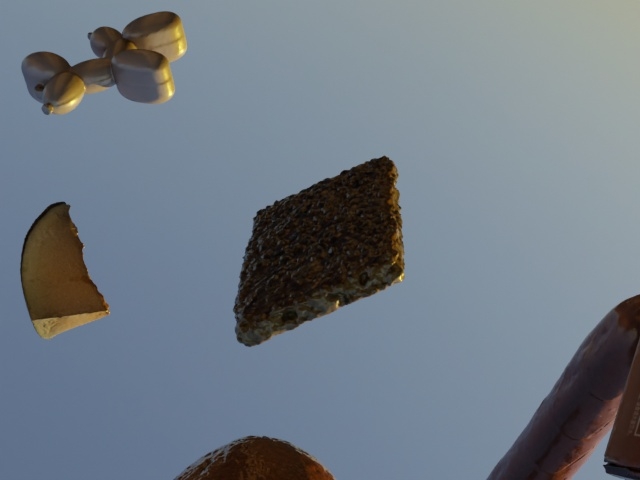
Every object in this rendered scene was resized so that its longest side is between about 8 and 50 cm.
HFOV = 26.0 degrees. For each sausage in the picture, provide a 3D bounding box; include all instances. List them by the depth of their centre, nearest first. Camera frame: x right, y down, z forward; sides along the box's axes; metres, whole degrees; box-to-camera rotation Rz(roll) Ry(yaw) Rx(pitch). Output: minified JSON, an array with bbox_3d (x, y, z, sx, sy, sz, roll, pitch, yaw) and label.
[{"bbox_3d":[0.274,0.217,1.569,0.088,0.433,0.088,14,-139,-13],"label":"sausage"}]

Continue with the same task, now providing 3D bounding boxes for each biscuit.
[{"bbox_3d":[0.000,0.000,1.022,0.025,0.131,0.231,62,-170,-19],"label":"biscuit"}]

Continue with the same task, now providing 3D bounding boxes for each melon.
[{"bbox_3d":[-0.346,0.034,1.796,0.098,0.054,0.182,-20,-119,-10],"label":"melon"}]

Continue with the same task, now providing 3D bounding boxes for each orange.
[{"bbox_3d":[-0.092,0.504,2.260,0.357,0.322,0.322,58,-162,-5],"label":"orange"}]

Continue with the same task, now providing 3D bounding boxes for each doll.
[{"bbox_3d":[-0.223,-0.175,1.409,0.160,0.059,0.161,-5,-145,9],"label":"doll"}]

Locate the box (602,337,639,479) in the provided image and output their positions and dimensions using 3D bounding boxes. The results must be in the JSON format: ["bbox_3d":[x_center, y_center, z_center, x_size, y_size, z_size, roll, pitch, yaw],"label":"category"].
[{"bbox_3d":[0.496,0.118,1.437,0.344,0.385,0.122,28,165,-32],"label":"box"}]
